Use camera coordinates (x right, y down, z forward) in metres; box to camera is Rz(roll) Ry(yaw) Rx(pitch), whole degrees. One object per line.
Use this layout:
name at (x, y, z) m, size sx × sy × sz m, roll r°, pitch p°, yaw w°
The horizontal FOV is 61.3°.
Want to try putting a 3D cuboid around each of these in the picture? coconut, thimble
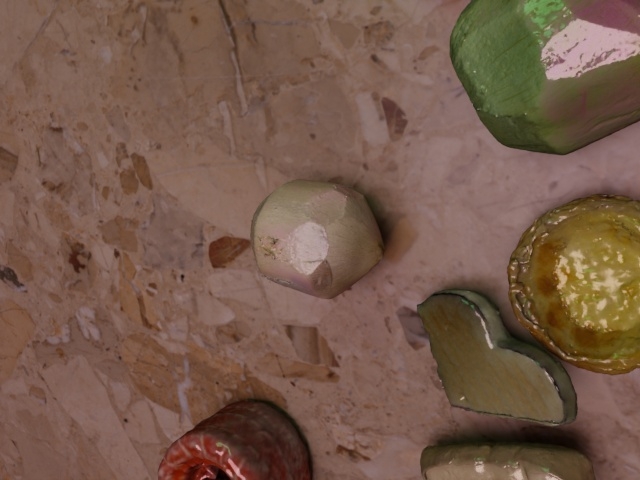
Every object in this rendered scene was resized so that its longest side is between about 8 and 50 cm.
coconut at (0.264, -0.205, 0.558) m, size 0.236 × 0.236 × 0.204 m, roll -35°, pitch 117°, yaw 27°
coconut at (0.000, 0.000, 0.747) m, size 0.183 × 0.171 × 0.171 m, roll 14°, pitch 105°, yaw 32°
thimble at (-0.145, 0.401, 0.894) m, size 0.239 × 0.162 × 0.239 m, roll 4°, pitch 100°, yaw 26°

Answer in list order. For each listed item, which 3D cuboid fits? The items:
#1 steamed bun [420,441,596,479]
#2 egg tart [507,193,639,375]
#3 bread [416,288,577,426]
steamed bun at (0.273, 0.330, 0.699) m, size 0.231 × 0.110 × 0.212 m, roll 50°, pitch 134°, yaw 8°
egg tart at (0.324, 0.048, 0.621) m, size 0.212 × 0.090 × 0.213 m, roll 7°, pitch 100°, yaw 40°
bread at (0.220, 0.165, 0.701) m, size 0.232 × 0.064 × 0.172 m, roll 42°, pitch 135°, yaw 36°
